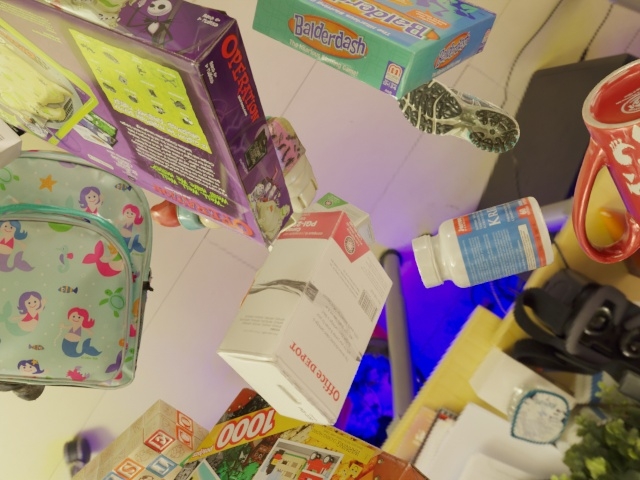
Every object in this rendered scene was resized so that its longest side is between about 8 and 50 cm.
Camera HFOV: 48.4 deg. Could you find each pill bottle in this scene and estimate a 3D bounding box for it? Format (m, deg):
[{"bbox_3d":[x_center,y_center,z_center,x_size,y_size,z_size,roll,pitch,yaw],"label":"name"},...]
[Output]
[{"bbox_3d":[0.278,0.011,1.238,0.222,0.124,0.124,-17,100,11],"label":"pill bottle"}]

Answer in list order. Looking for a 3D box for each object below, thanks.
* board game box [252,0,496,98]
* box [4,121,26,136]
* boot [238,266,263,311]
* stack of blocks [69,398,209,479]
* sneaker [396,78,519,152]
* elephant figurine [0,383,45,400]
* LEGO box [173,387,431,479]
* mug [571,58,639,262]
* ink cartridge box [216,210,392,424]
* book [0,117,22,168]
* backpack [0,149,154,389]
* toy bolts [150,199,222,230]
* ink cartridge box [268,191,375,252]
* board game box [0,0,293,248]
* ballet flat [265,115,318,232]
[{"bbox_3d":[0.060,-0.214,0.693,0.160,0.210,0.047,30,127,17],"label":"board game box"},{"bbox_3d":[-0.397,-0.176,0.756,0.175,0.220,0.051,-30,65,-4],"label":"box"},{"bbox_3d":[-0.162,0.134,1.779,0.059,0.084,0.157,25,75,10],"label":"boot"},{"bbox_3d":[-0.346,0.464,1.373,0.297,0.087,0.171,-43,117,11],"label":"stack of blocks"},{"bbox_3d":[0.298,-0.274,1.547,0.283,0.122,0.110,29,116,12],"label":"sneaker"},{"bbox_3d":[-0.440,0.153,1.017,0.186,0.239,0.169,-20,139,-17],"label":"elephant figurine"},{"bbox_3d":[-0.061,0.472,1.089,0.193,0.500,0.372,47,68,-23],"label":"LEGO box"},{"bbox_3d":[0.295,-0.055,0.618,0.150,0.113,0.169,-45,119,-8],"label":"mug"},{"bbox_3d":[-0.011,0.095,0.887,0.158,0.092,0.217,54,48,-38],"label":"ink cartridge box"},{"bbox_3d":[-0.248,-0.077,0.378,0.144,0.035,0.096,46,55,1],"label":"book"},{"bbox_3d":[-0.291,0.029,0.764,0.225,0.191,0.253,9,92,-18],"label":"backpack"},{"bbox_3d":[-0.269,-0.065,1.244,0.228,0.159,0.218,36,73,-51],"label":"toy bolts"},{"bbox_3d":[0.000,0.000,1.705,0.212,0.154,0.093,-37,136,-22],"label":"ink cartridge box"},{"bbox_3d":[-0.190,-0.127,0.548,0.347,0.208,0.056,25,62,21],"label":"board game box"},{"bbox_3d":[-0.047,-0.051,0.721,0.079,0.221,0.077,41,67,1],"label":"ballet flat"}]
